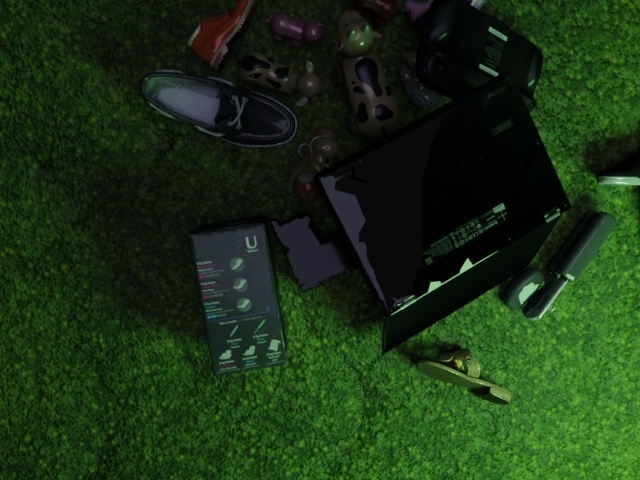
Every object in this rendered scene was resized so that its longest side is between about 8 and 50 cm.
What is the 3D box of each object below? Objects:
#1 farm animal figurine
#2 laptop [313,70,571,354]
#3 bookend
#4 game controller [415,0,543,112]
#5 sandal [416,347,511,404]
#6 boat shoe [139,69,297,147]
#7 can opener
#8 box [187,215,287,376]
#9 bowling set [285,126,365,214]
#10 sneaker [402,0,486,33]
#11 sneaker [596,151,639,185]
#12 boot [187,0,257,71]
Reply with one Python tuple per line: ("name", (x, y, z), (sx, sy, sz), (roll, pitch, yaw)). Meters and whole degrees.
("farm animal figurine", (0.044, -0.319, 1.003), (0.330, 0.172, 0.326), (-36, 101, 1))
("laptop", (0.221, -0.022, 1.007), (0.382, 0.236, 0.408), (-30, 100, -9))
("bookend", (0.000, 0.000, 1.096), (0.156, 0.072, 0.157), (-24, 99, -2))
("game controller", (0.309, -0.334, 1.028), (0.319, 0.067, 0.166), (11, 87, -35))
("sandal", (0.313, 0.275, 1.175), (0.240, 0.088, 0.079), (27, 63, -15))
("boat shoe", (-0.191, -0.247, 1.035), (0.303, 0.091, 0.114), (10, 97, -6))
("can opener", (0.508, 0.049, 1.148), (0.093, 0.074, 0.280), (39, 92, -11))
("box", (-0.152, 0.099, 1.049), (0.143, 0.165, 0.270), (-9, 99, -3))
("bowling set", (0.045, -0.116, 0.979), (0.287, 0.200, 0.154), (29, 93, 19))
("sneaker", (0.281, -0.533, 1.029), (0.131, 0.112, 0.319), (32, 93, -11))
("sneaker", (0.675, -0.177, 1.137), (0.217, 0.079, 0.121), (-4, 95, -13))
("boot", (-0.186, -0.412, 1.032), (0.085, 0.059, 0.158), (36, 94, -4))
